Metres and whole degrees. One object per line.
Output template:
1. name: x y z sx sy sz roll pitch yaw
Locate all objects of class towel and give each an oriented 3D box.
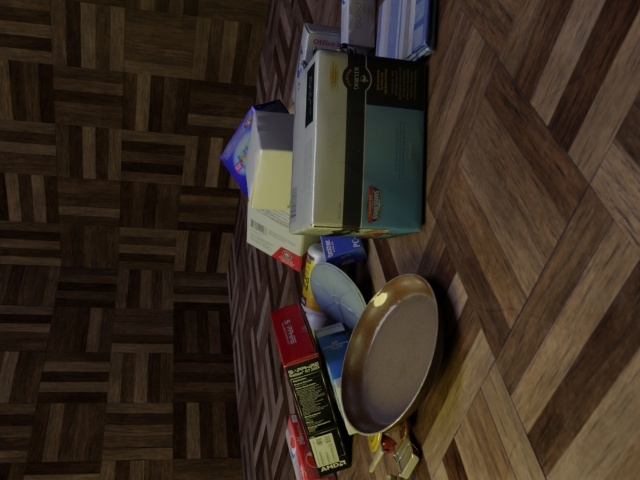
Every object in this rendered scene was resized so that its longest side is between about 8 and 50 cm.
1. towel: 0.180 -0.454 1.500 0.285 0.034 0.209 166 109 -73

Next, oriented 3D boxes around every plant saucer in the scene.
1. plant saucer: 0.138 0.215 1.326 0.311 0.050 0.311 -50 26 35

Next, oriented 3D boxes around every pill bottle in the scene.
1. pill bottle: 0.013 0.122 1.865 0.117 0.117 0.215 -126 41 -68

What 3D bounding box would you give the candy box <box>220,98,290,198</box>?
1. candy box: -0.128 -0.208 2.107 0.317 0.122 0.268 57 140 10

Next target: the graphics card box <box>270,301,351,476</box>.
1. graphics card box: -0.025 0.371 1.770 0.233 0.094 0.371 -116 9 -60

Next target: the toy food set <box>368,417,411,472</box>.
1. toy food set: 0.137 0.350 1.409 0.128 0.071 0.218 102 172 -45

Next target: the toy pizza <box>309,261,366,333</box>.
1. toy pizza: 0.050 0.137 1.734 0.201 0.032 0.201 34 142 33

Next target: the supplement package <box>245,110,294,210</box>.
1. supplement package: -0.024 -0.185 1.720 0.178 0.292 0.175 -102 21 -48

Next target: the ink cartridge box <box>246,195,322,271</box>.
1. ink cartridge box: -0.094 -0.081 1.956 0.114 0.197 0.273 -41 -30 -39

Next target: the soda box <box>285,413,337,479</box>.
1. soda box: -0.028 0.606 1.970 0.263 0.083 0.092 -113 29 -54

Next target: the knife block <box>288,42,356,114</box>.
1. knife block: 0.051 -0.357 1.784 0.242 0.275 0.088 -43 41 19

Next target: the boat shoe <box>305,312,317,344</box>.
1. boat shoe: -0.047 0.299 2.051 0.091 0.114 0.303 -70 -4 -48

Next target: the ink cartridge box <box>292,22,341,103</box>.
1. ink cartridge box: 0.019 -0.455 1.890 0.093 0.154 0.213 -106 23 -55

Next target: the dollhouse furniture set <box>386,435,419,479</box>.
1. dollhouse furniture set: 0.165 0.460 1.383 0.152 0.058 0.076 -63 12 13

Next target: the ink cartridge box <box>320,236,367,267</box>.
1. ink cartridge box: 0.049 -0.024 1.786 0.207 0.097 0.046 -101 -11 -45

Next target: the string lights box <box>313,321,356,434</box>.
1. string lights box: 0.058 0.315 1.661 0.260 0.076 0.133 -120 15 -65

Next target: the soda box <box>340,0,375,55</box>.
1. soda box: 0.095 -0.579 1.778 0.069 0.073 0.216 157 115 -75

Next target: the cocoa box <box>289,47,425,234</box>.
1. cocoa box: 0.072 -0.183 1.467 0.231 0.227 0.347 165 108 -76
